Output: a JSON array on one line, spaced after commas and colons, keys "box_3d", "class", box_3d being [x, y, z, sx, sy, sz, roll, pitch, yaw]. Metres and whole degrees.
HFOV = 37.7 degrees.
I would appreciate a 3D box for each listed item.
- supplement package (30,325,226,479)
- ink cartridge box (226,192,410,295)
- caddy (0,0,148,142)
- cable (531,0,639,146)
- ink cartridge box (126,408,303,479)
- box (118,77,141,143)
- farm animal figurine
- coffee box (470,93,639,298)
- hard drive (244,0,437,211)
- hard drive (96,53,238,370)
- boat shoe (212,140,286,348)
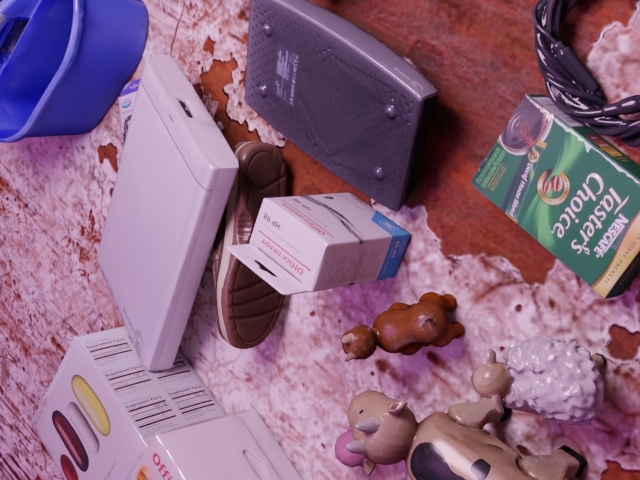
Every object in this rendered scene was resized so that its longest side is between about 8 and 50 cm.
[{"box_3d": [-0.268, 0.256, 1.312, 0.203, 0.149, 0.194, 49, 124, 26], "class": "supplement package"}, {"box_3d": [0.000, 0.000, 1.020, 0.104, 0.180, 0.060, 36, 117, 33], "class": "ink cartridge box"}, {"box_3d": [-0.409, -0.294, 1.360, 0.341, 0.179, 0.241, -46, 64, 36], "class": "caddy"}, {"box_3d": [0.271, -0.173, 0.855, 0.184, 0.047, 0.150, 35, 122, 31], "class": "cable"}, {"box_3d": [-0.151, 0.362, 1.204, 0.171, 0.168, 0.232, 50, 124, 27], "class": "ink cartridge box"}, {"box_3d": [-0.248, -0.160, 1.331, 0.081, 0.028, 0.136, -8, 87, 42], "class": "box"}, {"box_3d": [0.107, 0.230, 0.953, 0.327, 0.172, 0.330, 15, 104, 40], "class": "farm animal figurine"}, {"box_3d": [0.240, -0.045, 0.892, 0.184, 0.040, 0.113, 47, 123, 28], "class": "coffee box"}, {"box_3d": [0.017, -0.162, 1.035, 0.255, 0.054, 0.172, 38, 141, 28], "class": "hard drive"}, {"box_3d": [-0.213, -0.031, 1.234, 0.233, 0.047, 0.353, 57, 139, 36], "class": "hard drive"}, {"box_3d": [-0.095, 0.003, 1.179, 0.095, 0.095, 0.257, 15, 99, 55], "class": "boat shoe"}]
